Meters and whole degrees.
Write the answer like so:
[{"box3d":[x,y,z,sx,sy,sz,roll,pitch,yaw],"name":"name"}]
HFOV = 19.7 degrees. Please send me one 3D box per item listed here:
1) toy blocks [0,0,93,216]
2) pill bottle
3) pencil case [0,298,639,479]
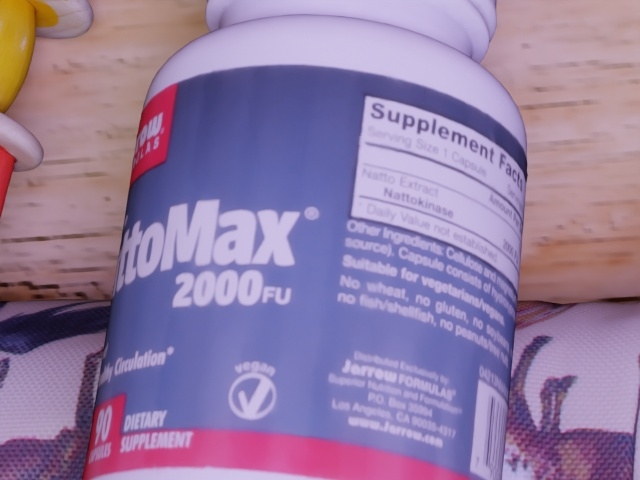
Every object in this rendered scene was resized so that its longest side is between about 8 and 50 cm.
[{"box3d":[-0.152,-0.026,0.577,0.123,0.148,0.054,17,163,2],"name":"toy blocks"},{"box3d":[0.000,0.000,0.496,0.108,0.180,0.108,6,160,2],"name":"pill bottle"},{"box3d":[-0.075,0.111,0.624,0.410,0.160,0.184,-1,110,11],"name":"pencil case"}]
